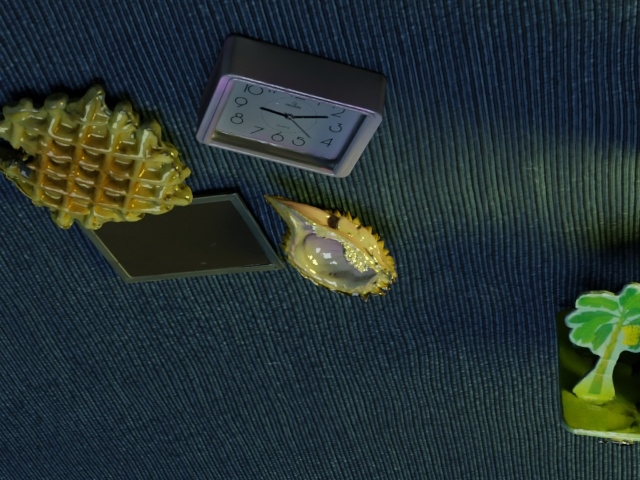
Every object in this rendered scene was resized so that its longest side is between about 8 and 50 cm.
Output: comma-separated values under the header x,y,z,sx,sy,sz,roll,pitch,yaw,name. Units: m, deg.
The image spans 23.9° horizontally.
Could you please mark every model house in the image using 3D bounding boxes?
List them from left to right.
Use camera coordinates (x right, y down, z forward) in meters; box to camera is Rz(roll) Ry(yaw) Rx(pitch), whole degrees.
x,y,z,sx,sy,sz,roll,pitch,yaw,name
0.496,0.096,2.000,0.358,0.242,0.313,8,132,0,model house

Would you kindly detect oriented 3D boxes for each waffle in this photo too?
x,y,z,sx,sy,sz,roll,pitch,yaw,name
-0.298,-0.101,1.923,0.250,0.056,0.261,-12,138,28,waffle

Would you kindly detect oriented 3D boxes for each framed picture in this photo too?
x,y,z,sx,sy,sz,roll,pitch,yaw,name
-0.197,-0.004,2.099,0.252,0.014,0.197,-5,146,18,framed picture

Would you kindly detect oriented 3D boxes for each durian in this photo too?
x,y,z,sx,sy,sz,roll,pitch,yaw,name
0.008,-0.010,2.003,0.140,0.078,0.224,-9,136,45,durian

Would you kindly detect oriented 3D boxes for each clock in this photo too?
x,y,z,sx,sy,sz,roll,pitch,yaw,name
-0.037,-0.154,1.783,0.197,0.063,0.150,14,147,-12,clock
